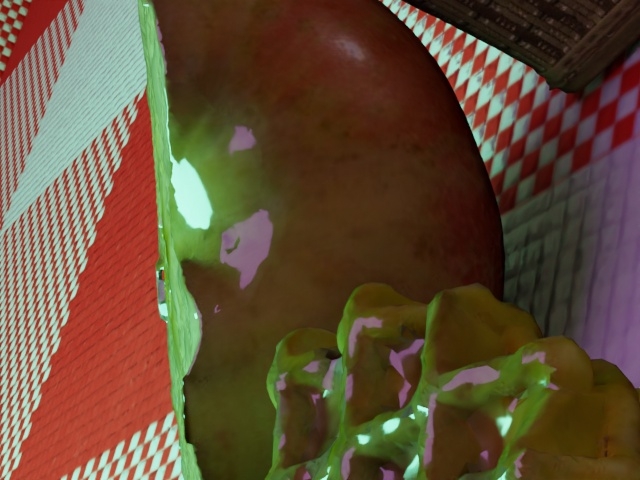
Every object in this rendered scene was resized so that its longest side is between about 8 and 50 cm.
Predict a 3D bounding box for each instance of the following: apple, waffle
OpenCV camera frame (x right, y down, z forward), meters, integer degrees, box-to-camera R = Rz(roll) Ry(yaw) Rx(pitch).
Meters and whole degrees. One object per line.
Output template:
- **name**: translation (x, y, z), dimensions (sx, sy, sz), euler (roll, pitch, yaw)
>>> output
- **apple**: translation (0.000, 0.000, 0.763), dimensions (0.251, 0.163, 0.293), euler (115, 151, -78)
- **waffle**: translation (0.037, 0.180, 0.516), dimensions (0.261, 0.151, 0.324), euler (-10, 60, 61)

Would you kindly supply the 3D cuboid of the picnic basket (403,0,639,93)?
- **picnic basket**: translation (0.126, -0.265, 0.805), dimensions (0.228, 0.175, 0.312), euler (-47, 30, 37)
